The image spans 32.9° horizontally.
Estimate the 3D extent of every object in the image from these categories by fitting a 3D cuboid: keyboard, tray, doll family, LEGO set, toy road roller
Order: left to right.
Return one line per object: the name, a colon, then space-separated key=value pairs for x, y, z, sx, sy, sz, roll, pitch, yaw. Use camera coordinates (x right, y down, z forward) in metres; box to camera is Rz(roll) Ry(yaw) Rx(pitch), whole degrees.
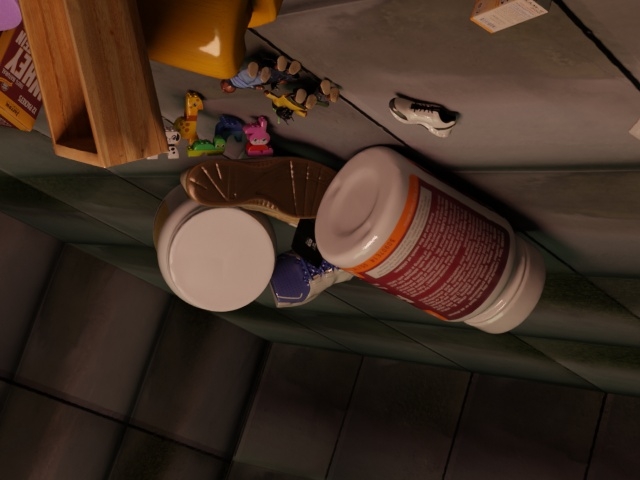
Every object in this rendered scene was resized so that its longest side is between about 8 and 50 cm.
tray: x=-0.250 y=-0.285 z=1.053 sx=0.076 sy=0.411 sz=0.203 roll=-18 pitch=-165 yaw=-23
toy road roller: x=-0.121 y=-0.314 z=1.091 sx=0.202 sy=0.241 sz=0.329 roll=16 pitch=165 yaw=8
LEGO set: x=-0.199 y=-0.205 z=1.900 sx=0.227 sy=0.093 sz=0.087 roll=-4 pitch=-148 yaw=-22
doll family: x=-0.070 y=-0.235 z=1.674 sx=0.193 sy=0.076 sz=0.111 roll=31 pitch=165 yaw=-27
keyboard: x=0.000 y=0.000 z=2.067 sx=0.100 sy=0.038 sz=0.192 roll=38 pitch=159 yaw=6

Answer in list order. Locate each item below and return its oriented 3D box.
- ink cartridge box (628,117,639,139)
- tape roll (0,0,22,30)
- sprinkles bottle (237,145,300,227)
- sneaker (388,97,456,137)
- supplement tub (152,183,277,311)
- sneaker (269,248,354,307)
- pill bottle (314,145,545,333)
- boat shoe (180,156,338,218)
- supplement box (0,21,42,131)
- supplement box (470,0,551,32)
ink cartridge box: x=0.534 y=-0.128 z=1.415 sx=0.224 sy=0.056 sz=0.181 roll=35 pitch=167 yaw=8
tape roll: x=-0.546 y=-0.410 z=1.559 sx=0.274 sy=0.090 sz=0.275 roll=16 pitch=166 yaw=4
sprinkles bottle: x=0.000 y=-0.069 z=2.090 sx=0.355 sy=0.121 sz=0.121 roll=22 pitch=165 yaw=-15
sneaker: x=0.155 y=-0.193 z=1.628 sx=0.109 sy=0.040 sz=0.044 roll=18 pitch=150 yaw=-14
supplement tub: x=-0.217 y=0.006 z=2.218 sx=0.241 sy=0.241 sz=0.331 roll=22 pitch=-173 yaw=-14
sneaker: x=0.044 y=0.023 z=2.258 sx=0.315 sy=0.128 sz=0.182 roll=-16 pitch=161 yaw=-20
pill bottle: x=0.203 y=0.012 z=1.936 sx=0.392 sy=0.224 sz=0.224 roll=28 pitch=163 yaw=-31
boat shoe: x=-0.100 y=-0.101 z=1.950 sx=0.302 sy=0.109 sz=0.098 roll=2 pitch=-171 yaw=-19
supplement box: x=-0.541 y=-0.301 z=1.747 sx=0.194 sy=0.191 sz=0.129 roll=13 pitch=165 yaw=22
supplement box: x=0.215 y=-0.273 z=1.195 sx=0.036 sy=0.062 sz=0.098 roll=27 pitch=163 yaw=-25
